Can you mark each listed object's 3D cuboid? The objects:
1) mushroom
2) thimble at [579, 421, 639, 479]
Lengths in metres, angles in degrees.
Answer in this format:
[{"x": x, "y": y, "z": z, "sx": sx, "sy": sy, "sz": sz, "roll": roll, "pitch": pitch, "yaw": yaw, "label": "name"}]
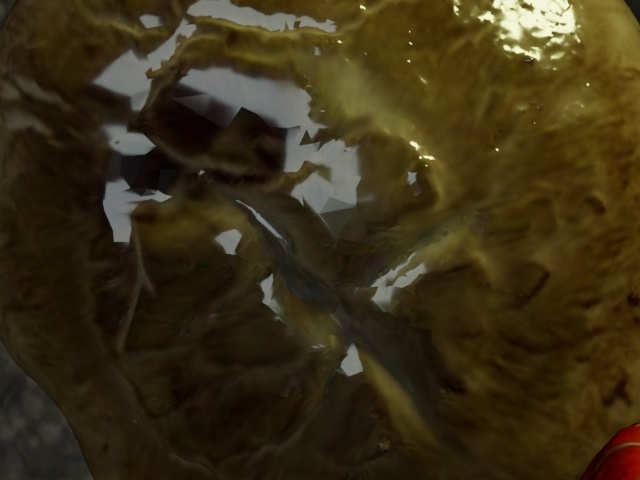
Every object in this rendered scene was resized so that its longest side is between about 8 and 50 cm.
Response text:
[{"x": 0.000, "y": 0.000, "z": 0.697, "sx": 0.278, "sy": 0.146, "sz": 0.278, "roll": 0, "pitch": 101, "yaw": 0, "label": "mushroom"}, {"x": 0.138, "y": 0.148, "z": 0.633, "sx": 0.163, "sy": 0.189, "sz": 0.125, "roll": 32, "pitch": 102, "yaw": 12, "label": "thimble"}]
